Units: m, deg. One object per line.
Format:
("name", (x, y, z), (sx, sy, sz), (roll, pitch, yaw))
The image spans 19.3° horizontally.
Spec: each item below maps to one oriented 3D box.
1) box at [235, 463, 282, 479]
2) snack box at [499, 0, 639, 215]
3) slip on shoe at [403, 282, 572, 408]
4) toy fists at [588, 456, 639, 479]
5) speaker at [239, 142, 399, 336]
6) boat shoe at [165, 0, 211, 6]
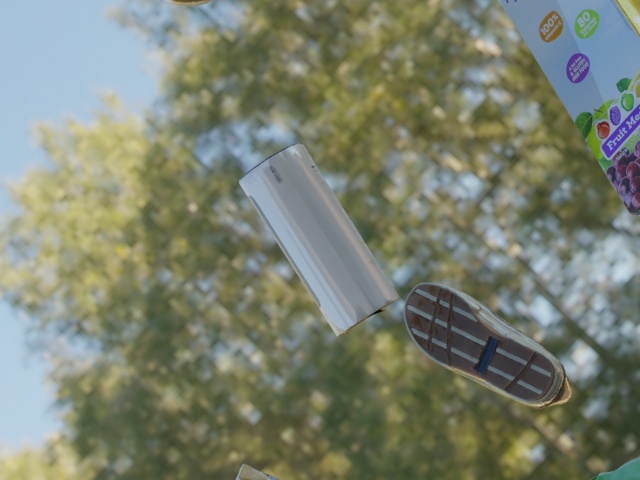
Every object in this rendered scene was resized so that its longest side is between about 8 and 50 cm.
("box", (-0.034, 0.202, 0.936), (0.232, 0.087, 0.058), (-68, 1, -65))
("snack box", (0.205, -0.103, 1.079), (0.174, 0.207, 0.070), (7, -43, -41))
("slip on shoe", (0.115, 0.073, 1.278), (0.041, 0.135, 0.051), (23, -86, -55))
("toy fists", (0.181, 0.109, 0.810), (0.279, 0.096, 0.142), (-36, -9, -18))
("speaker", (0.000, 0.000, 1.350), (0.055, 0.136, 0.055), (-33, -4, -2))
("boat shoe", (-0.111, -0.251, 1.134), (0.098, 0.277, 0.096), (-16, -18, -14))
